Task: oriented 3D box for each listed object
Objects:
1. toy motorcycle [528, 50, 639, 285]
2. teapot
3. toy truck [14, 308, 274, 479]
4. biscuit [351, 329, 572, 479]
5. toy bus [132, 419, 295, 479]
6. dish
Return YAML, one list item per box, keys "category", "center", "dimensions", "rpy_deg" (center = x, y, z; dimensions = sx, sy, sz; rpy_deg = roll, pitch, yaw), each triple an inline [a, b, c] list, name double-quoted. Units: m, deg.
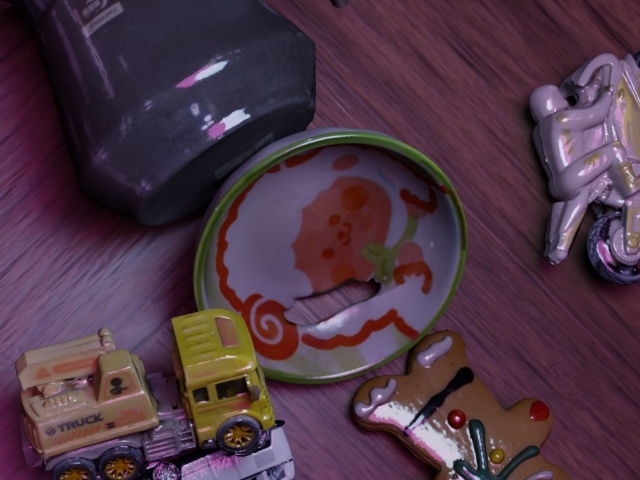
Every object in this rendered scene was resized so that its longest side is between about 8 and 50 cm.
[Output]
- category: "toy motorcycle"
  center: [0.364, -0.117, 1.792]
  dimensions: [0.222, 0.108, 0.341]
  rpy_deg: [18, 72, -13]
- category: "teapot"
  center: [-0.168, -0.249, 1.554]
  dimensions: [0.376, 0.305, 0.362]
  rpy_deg: [-34, 82, -3]
- category: "toy truck"
  center: [-0.194, 0.159, 1.496]
  dimensions: [0.272, 0.157, 0.124]
  rpy_deg: [-13, 38, -7]
- category: "biscuit"
  center: [0.193, 0.246, 1.660]
  dimensions: [0.197, 0.049, 0.301]
  rpy_deg: [-40, 80, -20]
- category: "toy bus"
  center: [-0.123, 0.268, 1.569]
  dimensions: [0.193, 0.087, 0.089]
  rpy_deg: [-21, 90, -20]
- category: "dish"
  center: [0.000, 0.000, 1.610]
  dimensions: [0.324, 0.124, 0.324]
  rpy_deg: [-8, 121, -13]
